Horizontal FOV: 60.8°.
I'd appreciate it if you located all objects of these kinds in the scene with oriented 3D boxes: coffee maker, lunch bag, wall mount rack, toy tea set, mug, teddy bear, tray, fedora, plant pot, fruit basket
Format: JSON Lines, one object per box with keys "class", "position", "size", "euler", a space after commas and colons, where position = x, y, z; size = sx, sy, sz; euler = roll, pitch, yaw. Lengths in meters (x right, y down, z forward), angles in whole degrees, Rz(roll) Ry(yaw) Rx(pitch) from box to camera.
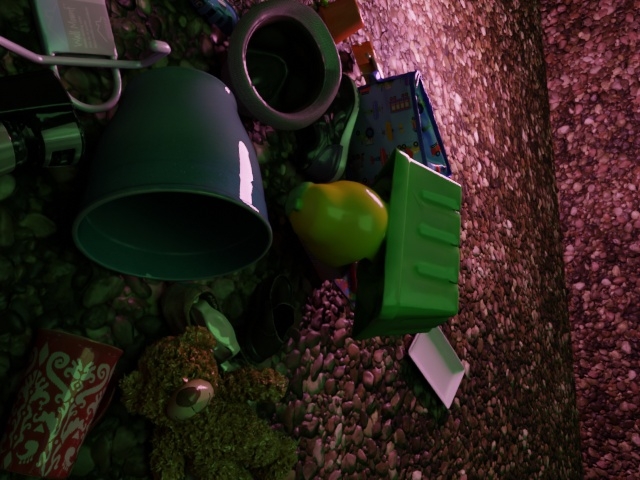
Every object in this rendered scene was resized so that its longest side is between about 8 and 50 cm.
{"class": "coffee maker", "position": [-0.409, -0.156, 0.675], "size": [0.178, 0.120, 0.171], "euler": [-28, 107, -42]}
{"class": "lunch bag", "position": [0.158, -0.256, 1.309], "size": [0.138, 0.221, 0.293], "euler": [-37, 114, -48]}
{"class": "wall mount rack", "position": [-0.377, -0.365, 0.763], "size": [0.304, 0.130, 0.350], "euler": [-17, 95, -49]}
{"class": "toy tea set", "position": [0.078, -0.455, 1.378], "size": [0.200, 0.124, 0.336], "euler": [-67, 135, -74]}
{"class": "mug", "position": [-0.331, 0.219, 0.723], "size": [0.150, 0.113, 0.169], "euler": [33, 62, -40]}
{"class": "teddy bear", "position": [-0.161, 0.296, 0.848], "size": [0.113, 0.245, 0.338], "euler": [-110, -169, -62]}
{"class": "tray", "position": [0.325, 0.343, 1.547], "size": [0.270, 0.030, 0.145], "euler": [55, 53, -29]}
{"class": "fedora", "position": [-0.096, -0.341, 1.102], "size": [0.275, 0.124, 0.244], "euler": [-52, 120, -32]}
{"class": "plant pot", "position": [-0.216, -0.109, 0.825], "size": [0.271, 0.271, 0.255], "euler": [25, 50, -46]}
{"class": "fruit basket", "position": [0.094, 0.001, 1.120], "size": [0.392, 0.283, 0.392], "euler": [4, 67, -10]}

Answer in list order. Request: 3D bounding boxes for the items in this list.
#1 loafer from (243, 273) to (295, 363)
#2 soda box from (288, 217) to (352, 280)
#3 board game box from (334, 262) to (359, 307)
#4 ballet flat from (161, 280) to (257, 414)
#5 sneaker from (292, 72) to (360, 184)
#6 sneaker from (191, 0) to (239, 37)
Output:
{"class": "loafer", "position": [-0.078, 0.139, 1.033], "size": [0.080, 0.078, 0.220], "euler": [56, 25, -28]}
{"class": "soda box", "position": [0.000, 0.000, 1.201], "size": [0.058, 0.063, 0.183], "euler": [-51, 121, -43]}
{"class": "board game box", "position": [0.094, 0.081, 1.325], "size": [0.169, 0.033, 0.133], "euler": [52, 47, -30]}
{"class": "ballet flat", "position": [-0.167, 0.209, 0.924], "size": [0.107, 0.106, 0.316], "euler": [-46, 118, -45]}
{"class": "sneaker", "position": [0.008, -0.277, 1.239], "size": [0.124, 0.107, 0.283], "euler": [24, 65, -39]}
{"class": "sneaker", "position": [-0.210, -0.448, 1.045], "size": [0.144, 0.053, 0.059], "euler": [53, 45, -18]}
